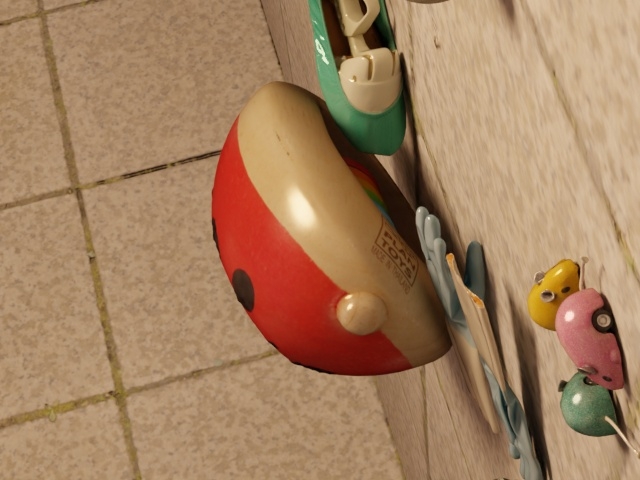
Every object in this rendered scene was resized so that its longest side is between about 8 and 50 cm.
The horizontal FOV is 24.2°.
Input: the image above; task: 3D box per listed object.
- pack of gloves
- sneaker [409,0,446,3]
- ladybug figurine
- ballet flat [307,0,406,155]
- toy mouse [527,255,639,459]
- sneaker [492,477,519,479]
[{"bbox_3d":[0.148,0.086,1.274,0.195,0.046,0.232,-119,7,-57],"label":"pack of gloves"},{"bbox_3d":[0.045,-0.262,0.936,0.118,0.083,0.222,83,172,-65],"label":"sneaker"},{"bbox_3d":[0.000,0.000,1.500,0.305,0.162,0.449,51,-171,-16],"label":"ladybug figurine"},{"bbox_3d":[0.035,-0.199,1.461,0.087,0.083,0.247,-178,70,-72],"label":"ballet flat"},{"bbox_3d":[0.161,0.076,0.924,0.161,0.031,0.143,82,173,-63],"label":"toy mouse"},{"bbox_3d":[0.162,0.235,1.254,0.166,0.065,0.076,96,149,-76],"label":"sneaker"}]
